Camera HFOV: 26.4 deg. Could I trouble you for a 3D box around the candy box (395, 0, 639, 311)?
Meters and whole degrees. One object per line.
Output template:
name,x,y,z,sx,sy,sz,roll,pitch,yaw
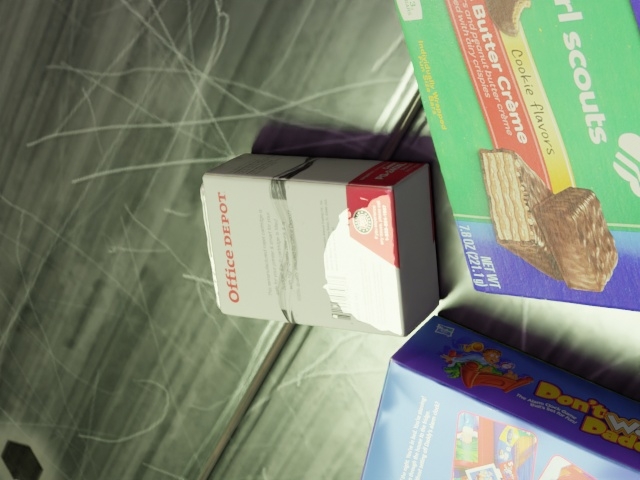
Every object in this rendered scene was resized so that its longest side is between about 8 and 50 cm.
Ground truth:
candy box,0.182,-0.099,0.696,0.317,0.122,0.268,4,115,57

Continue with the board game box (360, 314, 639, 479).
board game box,0.132,0.255,0.976,0.233,0.078,0.347,23,120,20

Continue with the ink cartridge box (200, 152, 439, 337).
ink cartridge box,0.000,0.000,0.953,0.150,0.063,0.109,6,113,29
